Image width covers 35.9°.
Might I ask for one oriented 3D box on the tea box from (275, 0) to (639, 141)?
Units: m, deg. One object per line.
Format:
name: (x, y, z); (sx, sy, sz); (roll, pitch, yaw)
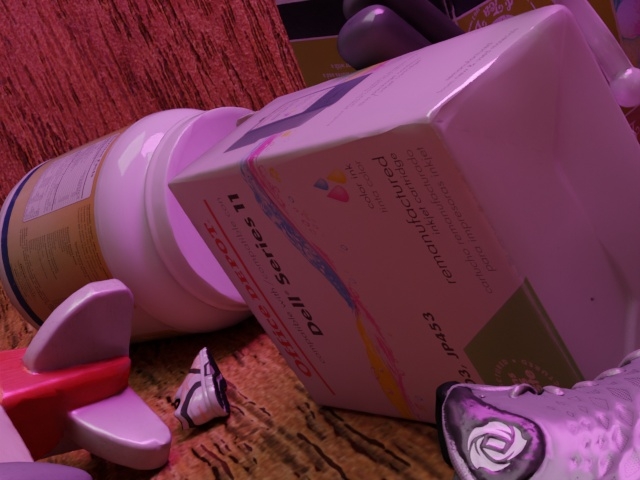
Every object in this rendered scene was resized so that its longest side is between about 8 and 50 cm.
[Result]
tea box: (0.162, -0.220, 0.945); (0.329, 0.324, 0.220); (-36, 27, -31)

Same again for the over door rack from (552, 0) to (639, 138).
over door rack: (0.254, -0.162, 0.572); (0.239, 0.108, 0.324); (-35, -29, 10)

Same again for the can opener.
can opener: (0.109, -0.074, 0.711); (0.095, 0.283, 0.076); (-30, 38, 40)

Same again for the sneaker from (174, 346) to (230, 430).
sneaker: (-0.103, 0.122, 0.823); (0.043, 0.040, 0.109); (-29, 13, 0)

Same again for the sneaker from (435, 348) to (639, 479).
sneaker: (0.121, 0.067, 0.426); (0.132, 0.086, 0.228); (11, 34, 31)

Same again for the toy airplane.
toy airplane: (-0.299, 0.117, 0.693); (0.386, 0.272, 0.384); (-1, 36, 10)

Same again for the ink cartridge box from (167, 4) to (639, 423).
ink cartridge box: (0.039, 0.004, 0.629); (0.119, 0.207, 0.353); (-41, 18, -27)

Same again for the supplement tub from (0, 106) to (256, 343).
supplement tub: (-0.175, -0.009, 1.046); (0.316, 0.228, 0.228); (-13, 19, 45)
